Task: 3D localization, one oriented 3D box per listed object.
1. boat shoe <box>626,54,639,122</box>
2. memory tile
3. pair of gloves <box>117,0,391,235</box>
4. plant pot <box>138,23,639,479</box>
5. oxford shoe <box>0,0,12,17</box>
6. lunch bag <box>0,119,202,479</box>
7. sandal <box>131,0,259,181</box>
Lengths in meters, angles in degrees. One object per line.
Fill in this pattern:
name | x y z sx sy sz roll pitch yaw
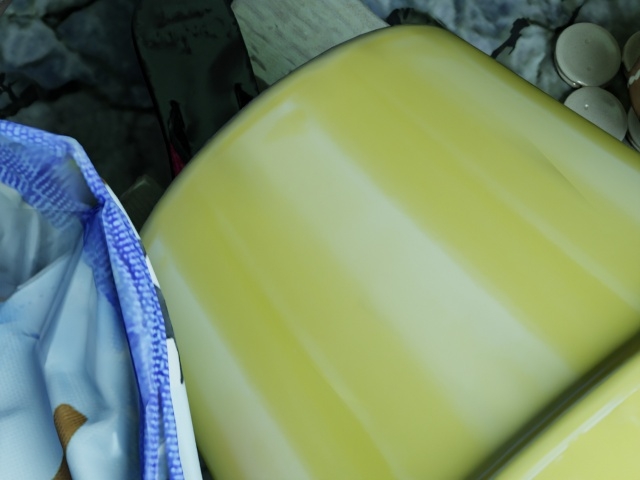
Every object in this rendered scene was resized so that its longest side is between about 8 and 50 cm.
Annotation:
boat shoe | 0.296 -0.116 0.860 0.324 0.122 0.120 -11 69 -25
memory tile | 0.179 -0.042 0.867 0.113 0.012 0.148 3 73 -10
pair of gloves | 0.000 0.000 0.806 0.204 0.042 0.240 34 77 -5
plant pot | 0.064 0.060 0.584 0.254 0.254 0.239 -34 68 -17
oxford shoe | -0.223 -0.050 0.757 0.364 0.130 0.133 -49 120 -25
lunch bag | -0.164 0.170 0.573 0.239 0.328 0.386 20 74 -7
sandal | -0.042 -0.039 0.760 0.067 0.040 0.179 -20 86 -15
